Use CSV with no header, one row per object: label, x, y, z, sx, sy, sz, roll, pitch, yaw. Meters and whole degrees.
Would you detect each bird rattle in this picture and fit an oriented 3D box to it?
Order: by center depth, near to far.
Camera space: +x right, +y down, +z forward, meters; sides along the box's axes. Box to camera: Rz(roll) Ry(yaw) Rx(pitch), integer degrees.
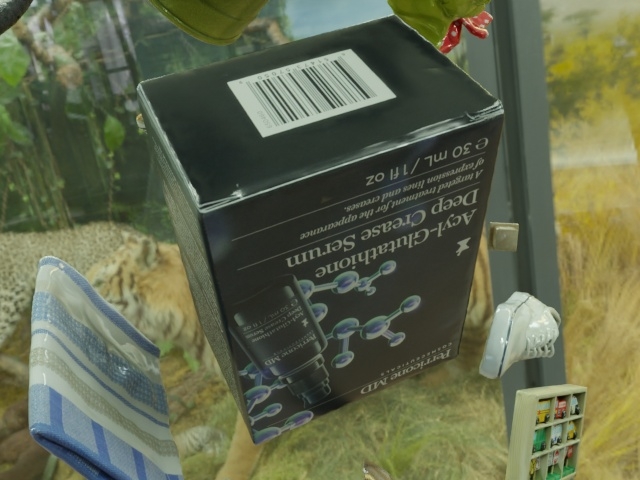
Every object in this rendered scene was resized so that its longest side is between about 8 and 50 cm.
bird rattle,0.193,-0.393,1.008,0.143,0.207,0.253,-14,13,29

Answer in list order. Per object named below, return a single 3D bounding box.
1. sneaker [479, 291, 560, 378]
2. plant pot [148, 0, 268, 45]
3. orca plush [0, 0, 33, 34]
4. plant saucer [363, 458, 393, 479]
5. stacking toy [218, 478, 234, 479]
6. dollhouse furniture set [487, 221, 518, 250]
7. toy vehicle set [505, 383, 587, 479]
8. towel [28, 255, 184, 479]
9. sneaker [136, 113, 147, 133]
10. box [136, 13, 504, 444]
sneaker,0.305,0.139,0.993,0.091,0.094,0.258,18,23,23
plant pot,-0.154,-0.627,1.270,0.353,0.367,0.366,-27,8,30
orca plush,-0.481,-0.284,0.850,0.287,0.151,0.102,-54,11,-33
plant saucer,0.094,0.392,0.893,0.036,0.199,0.198,-11,18,4
stacking toy,-0.191,0.518,1.000,0.279,0.309,0.130,-29,37,-27
dollhouse furniture set,0.154,-0.154,1.117,0.355,0.303,0.174,5,12,2
toy vehicle set,0.393,0.337,1.147,0.035,0.166,0.266,6,-3,38
towel,-0.222,0.149,0.702,0.034,0.209,0.285,-35,35,1
sneaker,-0.296,-0.202,1.219,0.083,0.037,0.032,30,58,5
box,0.000,0.000,0.755,0.293,0.396,0.212,-20,49,-15
